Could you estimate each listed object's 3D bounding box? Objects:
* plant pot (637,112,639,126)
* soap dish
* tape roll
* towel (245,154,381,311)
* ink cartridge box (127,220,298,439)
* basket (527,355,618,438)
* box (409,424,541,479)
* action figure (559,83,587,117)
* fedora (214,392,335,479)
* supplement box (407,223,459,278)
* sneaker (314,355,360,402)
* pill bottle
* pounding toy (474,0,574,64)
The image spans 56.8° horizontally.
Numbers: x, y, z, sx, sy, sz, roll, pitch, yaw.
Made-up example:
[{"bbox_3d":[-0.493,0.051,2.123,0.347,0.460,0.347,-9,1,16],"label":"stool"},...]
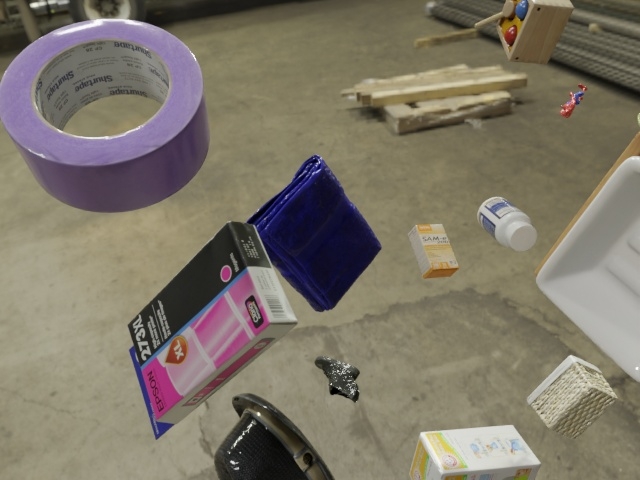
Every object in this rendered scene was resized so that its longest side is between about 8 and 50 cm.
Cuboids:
[{"bbox_3d":[0.498,-0.168,0.810,0.083,0.079,0.083,17,52,-23],"label":"plant pot"},{"bbox_3d":[0.434,0.028,0.754,0.118,0.291,0.229,-27,61,-28],"label":"soap dish"},{"bbox_3d":[-0.209,-0.127,0.593,0.189,0.080,0.189,2,60,-4],"label":"tape roll"},{"bbox_3d":[0.000,0.000,1.258,0.227,0.308,0.076,-47,41,-9],"label":"towel"},{"bbox_3d":[-0.200,0.150,0.914,0.069,0.371,0.175,8,47,-49],"label":"ink cartridge box"},{"bbox_3d":[0.607,0.381,1.425,0.113,0.167,0.103,26,22,-23],"label":"basket"},{"bbox_3d":[0.285,0.430,1.111,0.203,0.114,0.103,2,26,-17],"label":"box"},{"bbox_3d":[0.485,-0.266,1.143,0.030,0.038,0.115,31,47,15],"label":"action figure"},{"bbox_3d":[-0.111,0.484,1.223,0.334,0.334,0.152,24,49,40],"label":"fedora"},{"bbox_3d":[0.212,0.020,1.113,0.062,0.036,0.098,-3,60,-24],"label":"supplement box"},{"bbox_3d":[0.038,0.365,1.557,0.170,0.051,0.089,8,52,36],"label":"sneaker"},{"bbox_3d":[0.329,-0.027,1.038,0.067,0.067,0.120,-11,25,-5],"label":"pill bottle"},{"bbox_3d":[0.355,-0.395,1.051,0.100,0.130,0.141,3,51,-7],"label":"pounding toy"}]
